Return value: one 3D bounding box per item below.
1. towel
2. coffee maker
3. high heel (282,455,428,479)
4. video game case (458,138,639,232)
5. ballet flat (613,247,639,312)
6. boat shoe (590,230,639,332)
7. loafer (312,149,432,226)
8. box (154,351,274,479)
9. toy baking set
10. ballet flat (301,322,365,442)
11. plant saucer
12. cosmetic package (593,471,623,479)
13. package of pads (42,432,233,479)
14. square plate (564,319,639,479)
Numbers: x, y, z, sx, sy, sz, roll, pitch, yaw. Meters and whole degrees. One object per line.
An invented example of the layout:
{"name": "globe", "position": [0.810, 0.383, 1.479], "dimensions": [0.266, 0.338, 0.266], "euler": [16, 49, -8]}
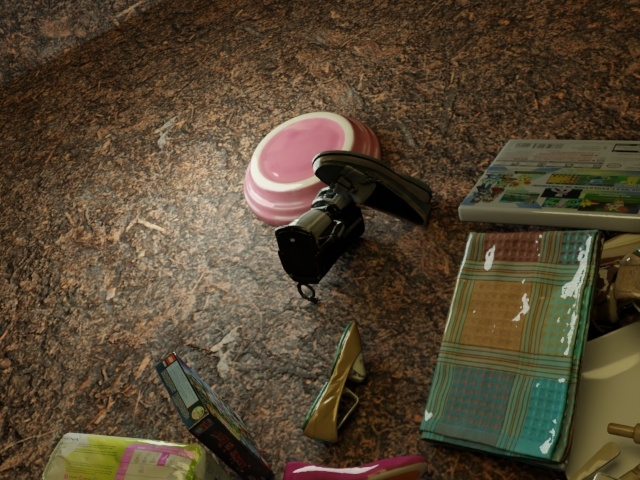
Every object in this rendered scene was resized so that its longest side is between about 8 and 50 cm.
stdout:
{"name": "towel", "position": [0.300, 0.159, 1.388], "dimensions": [0.271, 0.040, 0.370], "euler": [-1, 69, 47]}
{"name": "coffee maker", "position": [0.000, 0.000, 1.756], "dimensions": [0.120, 0.171, 0.178], "euler": [25, 41, 20]}
{"name": "high heel", "position": [0.053, 0.373, 1.422], "dimensions": [0.244, 0.082, 0.117], "euler": [-28, 40, 12]}
{"name": "video game case", "position": [0.462, -0.110, 1.621], "dimensions": [0.329, 0.036, 0.300], "euler": [5, 33, 31]}
{"name": "ballet flat", "position": [0.580, 0.125, 1.290], "dimensions": [0.316, 0.107, 0.106], "euler": [32, 95, 33]}
{"name": "boat shoe", "position": [0.456, 0.084, 1.441], "dimensions": [0.342, 0.123, 0.123], "euler": [-19, 32, 1]}
{"name": "loafer", "position": [0.108, -0.101, 1.727], "dimensions": [0.096, 0.267, 0.084], "euler": [-47, 33, 47]}
{"name": "box", "position": [-0.178, 0.308, 1.479], "dimensions": [0.044, 0.233, 0.159], "euler": [-38, 44, -4]}
{"name": "toy baking set", "position": [0.441, 0.341, 1.208], "dimensions": [0.256, 0.030, 0.197], "euler": [11, 57, 35]}
{"name": "ballet flat", "position": [0.040, 0.256, 1.550], "dimensions": [0.073, 0.080, 0.232], "euler": [22, 61, 8]}
{"name": "plant saucer", "position": [-0.029, -0.177, 1.969], "dimensions": [0.332, 0.084, 0.332], "euler": [-15, 45, 15]}
{"name": "cosmetic package", "position": [0.371, 0.427, 1.032], "dimensions": [0.113, 0.309, 0.160], "euler": [15, 57, 36]}
{"name": "package of pads", "position": [-0.280, 0.416, 1.435], "dimensions": [0.296, 0.229, 0.101], "euler": [-2, 49, 26]}
{"name": "square plate", "position": [0.514, 0.270, 1.296], "dimensions": [0.347, 0.049, 0.344], "euler": [-24, 44, 5]}
